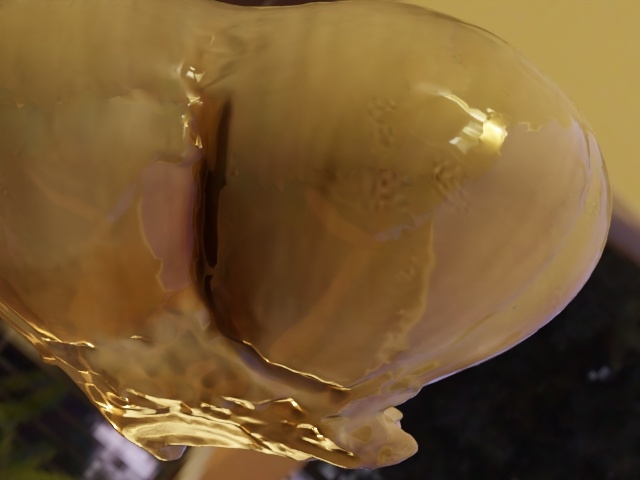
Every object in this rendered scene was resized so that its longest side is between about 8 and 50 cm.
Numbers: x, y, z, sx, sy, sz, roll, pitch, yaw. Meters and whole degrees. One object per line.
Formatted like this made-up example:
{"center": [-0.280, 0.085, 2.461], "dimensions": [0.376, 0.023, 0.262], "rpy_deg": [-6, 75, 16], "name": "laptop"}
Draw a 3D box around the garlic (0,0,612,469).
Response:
{"center": [-0.016, -0.015, 0.458], "dimensions": [0.174, 0.124, 0.099], "rpy_deg": [-2, -124, 23], "name": "garlic"}
